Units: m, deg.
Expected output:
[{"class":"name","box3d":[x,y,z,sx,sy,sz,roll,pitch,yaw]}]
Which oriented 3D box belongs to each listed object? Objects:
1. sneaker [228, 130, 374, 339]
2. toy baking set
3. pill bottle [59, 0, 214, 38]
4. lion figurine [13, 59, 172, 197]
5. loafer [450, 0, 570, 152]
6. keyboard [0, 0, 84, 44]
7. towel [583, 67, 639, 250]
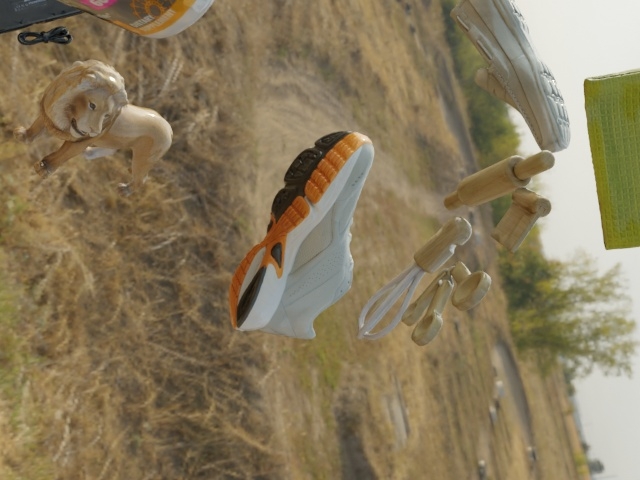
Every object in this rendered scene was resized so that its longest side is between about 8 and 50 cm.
[{"class":"sneaker","box3d":[0.000,0.000,0.887,0.121,0.262,0.099,21,21,-29]},{"class":"toy baking set","box3d":[0.108,0.010,0.704,0.030,0.197,0.256,40,-17,-10]},{"class":"pill bottle","box3d":[-0.203,-0.264,0.552,0.278,0.162,0.162,13,60,-47]},{"class":"lion figurine","box3d":[-0.366,-0.199,1.378,0.142,0.240,0.392,60,17,9]},{"class":"loafer","box3d":[0.315,-0.279,1.295,0.112,0.111,0.319,9,57,-56]},{"class":"keyboard","box3d":[-0.347,-0.276,0.928,0.108,0.180,0.023,63,-29,2]},{"class":"towel","box3d":[0.264,-0.059,0.401,0.021,0.237,0.102,9,74,-72]}]
